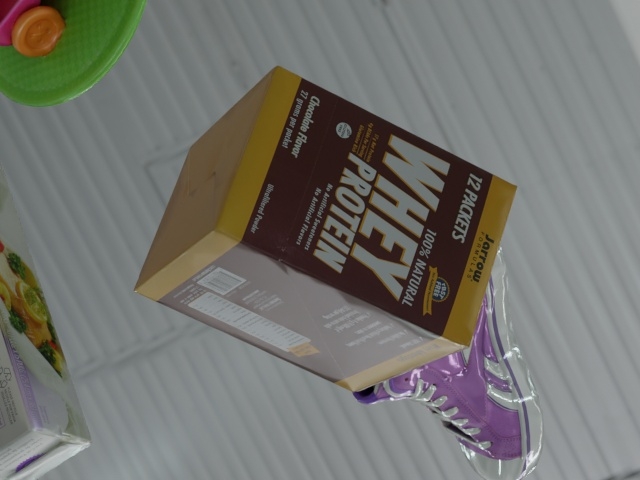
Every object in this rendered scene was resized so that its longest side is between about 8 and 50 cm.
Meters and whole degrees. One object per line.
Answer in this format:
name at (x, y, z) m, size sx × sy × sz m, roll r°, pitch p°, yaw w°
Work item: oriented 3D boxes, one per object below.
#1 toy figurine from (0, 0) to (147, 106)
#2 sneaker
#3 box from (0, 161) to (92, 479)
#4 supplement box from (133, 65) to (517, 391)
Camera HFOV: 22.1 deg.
toy figurine at (-0.172, -0.168, 0.819) m, size 0.159 × 0.130 × 0.173 m, roll 20°, pitch 110°, yaw -51°
sneaker at (0.093, 0.122, 1.407) m, size 0.161 × 0.282 × 0.102 m, roll -35°, pitch -148°, yaw -29°
box at (-0.231, 0.001, 1.052) m, size 0.067 × 0.324 × 0.063 m, roll -33°, pitch 152°, yaw 18°
supplement box at (0.000, 0.000, 1.178) m, size 0.191 × 0.194 × 0.129 m, roll -32°, pitch -145°, yaw 63°
